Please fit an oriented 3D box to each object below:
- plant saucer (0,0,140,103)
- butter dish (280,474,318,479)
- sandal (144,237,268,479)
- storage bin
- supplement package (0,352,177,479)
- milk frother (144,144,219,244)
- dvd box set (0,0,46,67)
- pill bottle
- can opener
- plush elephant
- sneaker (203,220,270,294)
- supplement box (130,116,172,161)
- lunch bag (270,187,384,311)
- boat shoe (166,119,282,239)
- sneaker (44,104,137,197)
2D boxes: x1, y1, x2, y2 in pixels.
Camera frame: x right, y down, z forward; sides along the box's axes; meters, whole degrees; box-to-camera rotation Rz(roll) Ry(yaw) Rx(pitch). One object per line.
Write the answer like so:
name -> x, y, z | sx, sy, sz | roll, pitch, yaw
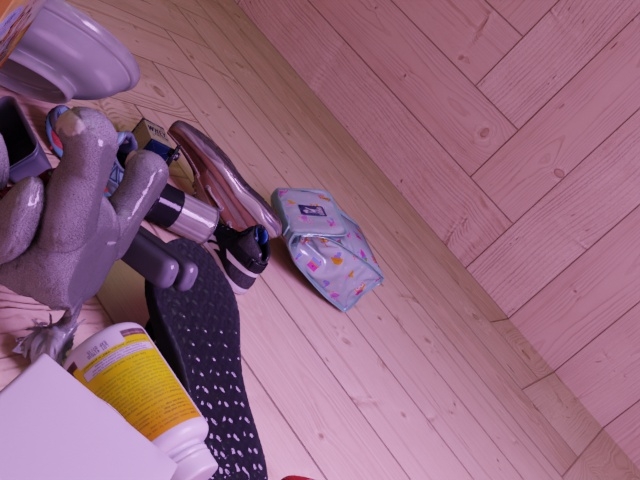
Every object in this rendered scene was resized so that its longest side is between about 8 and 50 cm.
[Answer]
plant saucer -> -0.518, -0.329, 1.319 | 0.400, 0.101, 0.400 | 18, -10, 3
butter dish -> -0.029, 0.372, 1.007 | 0.159, 0.160, 0.118 | 30, 1, -38
sandal -> -0.193, 0.189, 1.112 | 0.167, 0.107, 0.446 | 26, 39, -45
storage bin -> -0.485, -0.141, 1.207 | 0.135, 0.098, 0.091 | 54, -6, 28
supplement package -> -0.278, 0.264, 0.632 | 0.177, 0.175, 0.293 | 41, 19, -4
milk frother -> -0.259, -0.089, 1.456 | 0.134, 0.143, 0.129 | 28, 17, -34
dvd box set -> -0.453, -0.272, 1.018 | 0.062, 0.420, 0.308 | 37, 20, -20
pill bottle -> -0.219, 0.215, 0.944 | 0.215, 0.117, 0.117 | 51, 20, 19
can opener -> -0.298, 0.015, 1.118 | 0.283, 0.095, 0.076 | 31, 9, 35
plush elephant -> -0.383, -0.030, 0.955 | 0.255, 0.330, 0.272 | 23, 4, 7
sneaker -> -0.166, -0.009, 1.514 | 0.079, 0.121, 0.217 | 18, 32, -54
supplement box -> -0.355, -0.188, 1.557 | 0.056, 0.083, 0.083 | 26, 25, -45
lunch bag -> 0.000, 0.000, 1.754 | 0.262, 0.160, 0.223 | 40, 16, -33
boat shoe -> -0.220, -0.109, 1.605 | 0.324, 0.116, 0.123 | 50, 7, -3
sneaker -> -0.386, -0.164, 1.381 | 0.262, 0.125, 0.104 | 48, 19, 10
